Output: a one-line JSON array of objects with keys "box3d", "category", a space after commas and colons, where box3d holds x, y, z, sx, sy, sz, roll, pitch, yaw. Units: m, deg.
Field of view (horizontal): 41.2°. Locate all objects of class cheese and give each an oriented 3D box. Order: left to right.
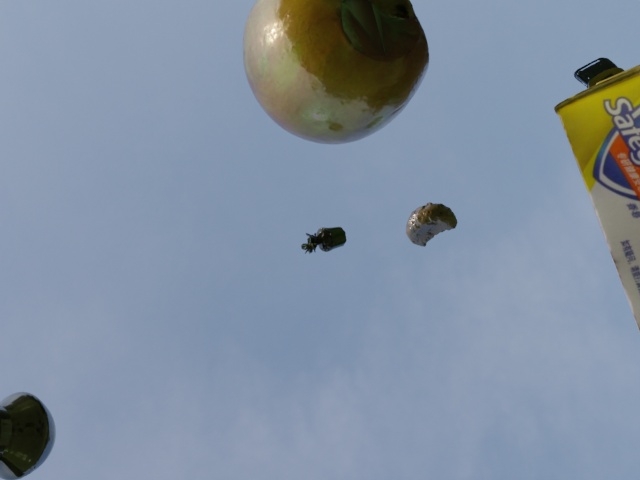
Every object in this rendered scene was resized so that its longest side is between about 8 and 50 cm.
[{"box3d": [0.603, -0.259, 1.628, 0.177, 0.069, 0.270, -29, -124, -16], "category": "cheese"}]

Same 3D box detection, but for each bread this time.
[{"box3d": [0.225, -0.041, 1.784, 0.082, 0.113, 0.060, 33, -138, -34], "category": "bread"}]

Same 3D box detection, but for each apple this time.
[{"box3d": [0.038, -0.380, 1.624, 0.374, 0.374, 0.384, 28, -115, -14], "category": "apple"}]

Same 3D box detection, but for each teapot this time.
[{"box3d": [-0.463, 0.304, 1.253, 0.119, 0.130, 0.166, 26, -130, -53], "category": "teapot"}]

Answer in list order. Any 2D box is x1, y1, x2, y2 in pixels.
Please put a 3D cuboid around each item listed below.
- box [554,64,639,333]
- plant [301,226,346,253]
[{"box3d": [0.287, 0.000, 0.658, 0.168, 0.097, 0.265, -7, -102, -61], "category": "box"}, {"box3d": [0.000, 0.000, 1.645, 0.102, 0.051, 0.051, -13, -104, -39], "category": "plant"}]
